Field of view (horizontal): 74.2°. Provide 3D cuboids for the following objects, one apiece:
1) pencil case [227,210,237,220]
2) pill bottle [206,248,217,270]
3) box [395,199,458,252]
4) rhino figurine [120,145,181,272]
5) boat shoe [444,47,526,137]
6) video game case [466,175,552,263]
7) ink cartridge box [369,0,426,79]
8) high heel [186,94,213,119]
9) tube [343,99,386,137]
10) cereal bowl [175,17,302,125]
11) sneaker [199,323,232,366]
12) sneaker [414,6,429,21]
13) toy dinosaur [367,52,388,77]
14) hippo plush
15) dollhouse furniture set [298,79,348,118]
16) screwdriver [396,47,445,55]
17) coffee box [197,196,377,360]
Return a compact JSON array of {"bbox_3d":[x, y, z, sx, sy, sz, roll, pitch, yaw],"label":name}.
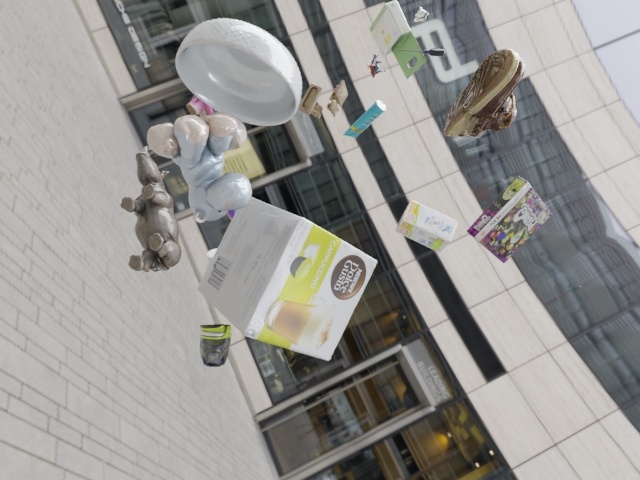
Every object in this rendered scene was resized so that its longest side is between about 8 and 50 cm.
[{"bbox_3d":[-0.279,-0.089,1.560,0.236,0.104,0.104,49,-15,23],"label":"pencil case"},{"bbox_3d":[-0.401,0.120,1.677,0.094,0.094,0.169,-125,-153,-53],"label":"pill bottle"},{"bbox_3d":[0.418,-0.056,1.683,0.203,0.103,0.114,26,-24,5],"label":"box"},{"bbox_3d":[-0.299,-0.058,0.754,0.106,0.073,0.243,68,10,-76],"label":"rhino figurine"},{"bbox_3d":[0.395,-0.315,0.974,0.342,0.123,0.123,104,4,-82],"label":"boat shoe"},{"bbox_3d":[0.568,-0.053,1.263,0.232,0.210,0.042,29,17,-41],"label":"video game case"},{"bbox_3d":[0.279,-0.720,1.548,0.235,0.056,0.171,64,-12,-4],"label":"ink cartridge box"},{"bbox_3d":[-0.433,-0.477,1.680,0.082,0.117,0.244,8,-35,35],"label":"high heel"},{"bbox_3d":[0.183,-0.493,1.747,0.207,0.080,0.052,-36,-123,45],"label":"tube"},{"bbox_3d":[-0.204,-0.462,1.138,0.339,0.339,0.141,98,7,-75],"label":"cereal bowl"},{"bbox_3d":[-0.336,0.334,1.327,0.300,0.111,0.121,115,-23,-71],"label":"sneaker"},{"bbox_3d":[0.364,-0.802,1.520,0.044,0.040,0.109,32,21,-1],"label":"sneaker"},{"bbox_3d":[0.145,-0.480,1.178,0.047,0.090,0.082,55,-21,13],"label":"toy dinosaur"},{"bbox_3d":[-0.303,-0.164,1.055,0.234,0.294,0.236,-21,97,-65],"label":"hippo plush"},{"bbox_3d":[0.001,-0.564,1.651,0.151,0.144,0.123,29,0,12],"label":"dollhouse furniture set"},{"bbox_3d":[0.336,-0.640,1.424,0.170,0.025,0.024,22,3,26],"label":"screwdriver"},{"bbox_3d":[-0.102,0.108,1.280,0.334,0.337,0.338,29,-4,-39],"label":"coffee box"}]
